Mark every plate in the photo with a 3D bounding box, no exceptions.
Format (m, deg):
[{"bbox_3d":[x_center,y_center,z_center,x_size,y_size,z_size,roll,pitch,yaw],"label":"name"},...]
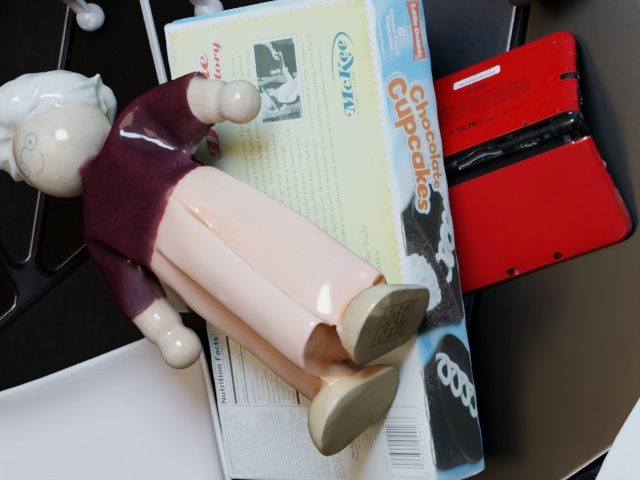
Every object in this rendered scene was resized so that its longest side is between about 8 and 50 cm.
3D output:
[{"bbox_3d":[-0.160,0.231,1.354,0.277,0.045,0.278,-21,78,28],"label":"plate"}]

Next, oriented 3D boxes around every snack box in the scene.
[{"bbox_3d":[0.000,0.000,1.216,0.187,0.060,0.322,-4,96,41],"label":"snack box"}]

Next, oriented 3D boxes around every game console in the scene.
[{"bbox_3d":[0.125,-0.052,1.219,0.144,0.085,0.124,-20,48,27],"label":"game console"}]

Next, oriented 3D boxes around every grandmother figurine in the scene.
[{"bbox_3d":[-0.090,-0.015,1.185,0.342,0.104,0.208,32,109,28],"label":"grandmother figurine"}]

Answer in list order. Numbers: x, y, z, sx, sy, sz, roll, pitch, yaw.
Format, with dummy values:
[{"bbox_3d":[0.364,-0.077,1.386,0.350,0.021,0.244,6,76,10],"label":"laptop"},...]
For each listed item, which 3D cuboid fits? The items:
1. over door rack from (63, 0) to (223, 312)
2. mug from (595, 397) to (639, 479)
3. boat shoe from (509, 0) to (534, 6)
[{"bbox_3d":[-0.192,-0.117,1.360,0.239,0.108,0.324,1,103,30],"label":"over door rack"},{"bbox_3d":[0.325,0.166,0.895,0.328,0.276,0.374,25,135,35],"label":"mug"},{"bbox_3d":[0.066,-0.284,1.203,0.091,0.114,0.302,-44,68,15],"label":"boat shoe"}]
